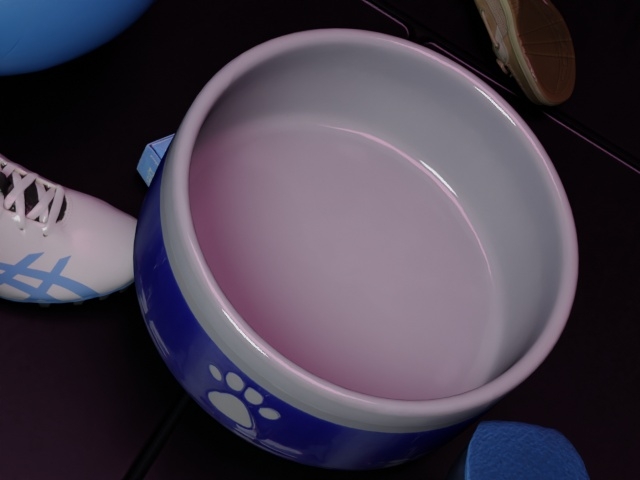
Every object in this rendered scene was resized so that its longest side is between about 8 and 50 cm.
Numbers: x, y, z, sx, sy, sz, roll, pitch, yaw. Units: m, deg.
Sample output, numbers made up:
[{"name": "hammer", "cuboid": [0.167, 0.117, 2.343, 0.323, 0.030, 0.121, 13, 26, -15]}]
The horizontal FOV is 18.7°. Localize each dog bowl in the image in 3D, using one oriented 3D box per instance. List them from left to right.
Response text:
[{"name": "dog bowl", "cuboid": [0.020, 0.005, 1.214, 0.264, 0.104, 0.265, 10, 60, -18]}]

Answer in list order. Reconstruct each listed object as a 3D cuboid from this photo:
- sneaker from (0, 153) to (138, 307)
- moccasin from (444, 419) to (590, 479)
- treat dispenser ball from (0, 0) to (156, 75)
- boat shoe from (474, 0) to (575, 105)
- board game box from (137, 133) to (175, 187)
[{"name": "sneaker", "cuboid": [-0.216, -0.026, 1.208, 0.237, 0.086, 0.085, 19, 54, -10]}, {"name": "moccasin", "cuboid": [0.118, 0.274, 1.131, 0.137, 0.117, 0.342, 15, 53, -7]}, {"name": "treat dispenser ball", "cuboid": [-0.210, -0.246, 1.217, 0.288, 0.288, 0.288, 9, 58, -15]}, {"name": "boat shoe", "cuboid": [0.143, -0.164, 1.453, 0.056, 0.048, 0.153, -11, 71, -39]}, {"name": "board game box", "cuboid": [0.000, 0.000, 1.299, 0.160, 0.039, 0.211, -24, 72, -30]}]
